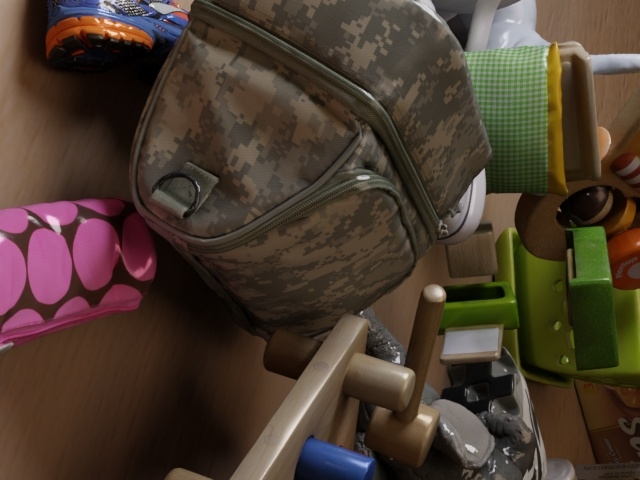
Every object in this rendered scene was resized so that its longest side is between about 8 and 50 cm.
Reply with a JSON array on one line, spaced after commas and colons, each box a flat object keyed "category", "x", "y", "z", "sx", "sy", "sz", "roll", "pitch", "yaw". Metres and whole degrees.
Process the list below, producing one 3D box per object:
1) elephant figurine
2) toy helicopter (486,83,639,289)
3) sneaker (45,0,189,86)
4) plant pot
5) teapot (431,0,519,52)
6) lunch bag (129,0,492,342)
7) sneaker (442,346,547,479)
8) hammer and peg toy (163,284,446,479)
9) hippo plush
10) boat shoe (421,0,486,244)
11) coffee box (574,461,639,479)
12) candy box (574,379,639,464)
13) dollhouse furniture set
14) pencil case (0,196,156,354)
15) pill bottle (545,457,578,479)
[{"category": "elephant figurine", "x": 0.094, "y": 0.202, "z": 1.339, "sx": 0.239, "sy": 0.186, "sz": 0.169, "roll": 40, "pitch": 82, "yaw": -35}, {"category": "toy helicopter", "x": 0.317, "y": -0.104, "z": 1.426, "sx": 0.235, "sy": 0.355, "sz": 0.140, "roll": 7, "pitch": 47, "yaw": -20}, {"category": "sneaker", "x": -0.143, "y": -0.183, "z": 1.087, "sx": 0.221, "sy": 0.083, "sz": 0.087, "roll": 1, "pitch": 73, "yaw": -63}, {"category": "plant pot", "x": 0.351, "y": 0.083, "z": 1.717, "sx": 0.227, "sy": 0.207, "sz": 0.228, "roll": 18, "pitch": 67, "yaw": -56}, {"category": "teapot", "x": 0.136, "y": -0.333, "z": 1.398, "sx": 0.252, "sy": 0.187, "sz": 0.256, "roll": 44, "pitch": 59, "yaw": -3}, {"category": "lunch bag", "x": -0.015, "y": -0.060, "z": 1.074, "sx": 0.256, "sy": 0.213, "sz": 0.305, "roll": -52, "pitch": 159, "yaw": -8}, {"category": "sneaker", "x": 0.204, "y": 0.291, "z": 1.498, "sx": 0.146, "sy": 0.122, "sz": 0.330, "roll": 48, "pitch": 44, "yaw": -40}, {"category": "hammer and peg toy", "x": -0.007, "y": 0.189, "z": 1.085, "sx": 0.361, "sy": 0.127, "sz": 0.266, "roll": -53, "pitch": 154, "yaw": -50}, {"category": "hippo plush", "x": 0.179, "y": -0.213, "z": 1.512, "sx": 0.234, "sy": 0.294, "sz": 0.236, "roll": -6, "pitch": 65, "yaw": -28}, {"category": "boat shoe", "x": 0.086, "y": -0.126, "z": 1.261, "sx": 0.088, "sy": 0.096, "sz": 0.267, "roll": 4, "pitch": 75, "yaw": -56}, {"category": "coffee box", "x": 0.418, "y": 0.453, "z": 1.772, "sx": 0.119, "sy": 0.168, "sz": 0.297, "roll": 54, "pitch": 39, "yaw": -37}, {"category": "candy box", "x": 0.485, "y": 0.250, "z": 1.921, "sx": 0.087, "sy": 0.183, "sz": 0.316, "roll": -43, "pitch": 118, "yaw": -54}, {"category": "dollhouse furniture set", "x": 0.181, "y": -0.033, "z": 1.308, "sx": 0.151, "sy": 0.198, "sz": 0.301, "roll": -67, "pitch": 150, "yaw": -65}, {"category": "pencil case", "x": -0.198, "y": 0.026, "z": 0.927, "sx": 0.098, "sy": 0.095, "sz": 0.209, "roll": 52, "pitch": 30, "yaw": 11}, {"category": "pill bottle", "x": 0.316, "y": 0.350, "z": 1.725, "sx": 0.067, "sy": 0.067, "sz": 0.120, "roll": -54, "pitch": 127, "yaw": -50}]
